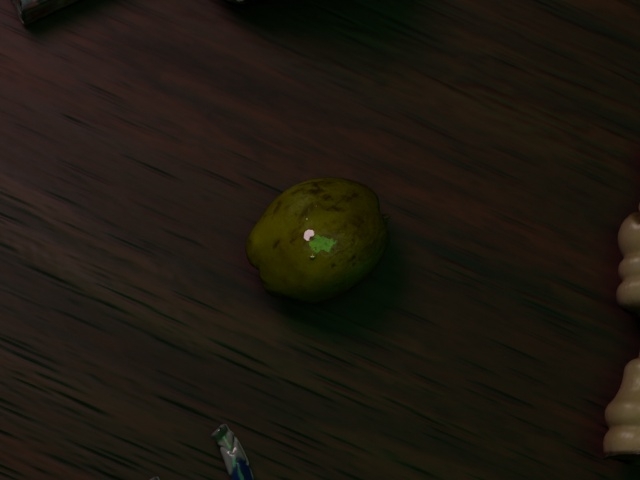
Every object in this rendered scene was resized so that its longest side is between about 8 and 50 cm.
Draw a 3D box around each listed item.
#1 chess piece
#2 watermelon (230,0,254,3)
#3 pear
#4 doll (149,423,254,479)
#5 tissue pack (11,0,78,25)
[{"bbox_3d":[0.333,0.050,1.525,0.139,0.124,0.307,-2,77,23],"label":"chess piece"},{"bbox_3d":[-0.011,-0.344,1.489,0.262,0.201,0.213,-20,93,-13],"label":"watermelon"},{"bbox_3d":[0.000,0.000,1.488,0.131,0.107,0.107,-22,85,-2],"label":"pear"},{"bbox_3d":[-0.049,0.274,1.467,0.114,0.057,0.227,-36,85,-14],"label":"doll"},{"bbox_3d":[-0.225,-0.275,1.522,0.148,0.060,0.108,-27,85,-9],"label":"tissue pack"}]
